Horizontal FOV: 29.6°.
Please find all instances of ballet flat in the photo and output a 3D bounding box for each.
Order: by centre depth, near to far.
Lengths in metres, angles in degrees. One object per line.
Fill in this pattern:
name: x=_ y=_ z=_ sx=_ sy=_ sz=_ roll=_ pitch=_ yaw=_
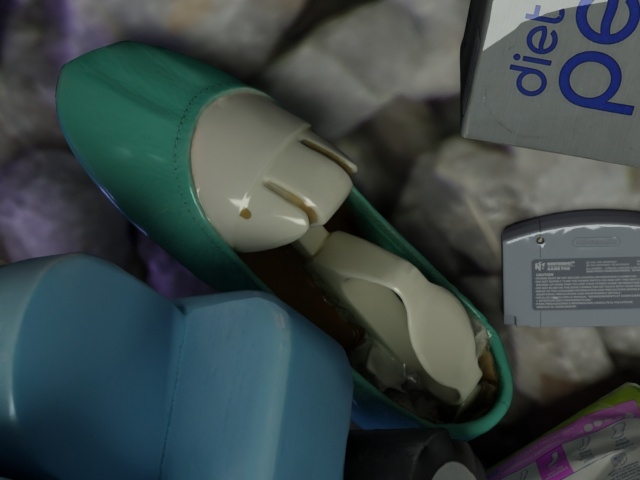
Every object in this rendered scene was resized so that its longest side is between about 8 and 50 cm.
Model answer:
ballet flat: x=0.000 y=0.000 z=0.510 sx=0.247 sy=0.083 sz=0.087 roll=46 pitch=148 yaw=-23

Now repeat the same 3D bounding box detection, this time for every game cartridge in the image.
game cartridge: x=0.124 y=0.013 z=0.547 sx=0.083 sy=0.017 sz=0.056 roll=-1 pitch=123 yaw=8

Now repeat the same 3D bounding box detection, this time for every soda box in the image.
soda box: x=0.120 y=-0.169 z=0.398 sx=0.098 sy=0.091 sz=0.286 roll=10 pitch=121 yaw=1

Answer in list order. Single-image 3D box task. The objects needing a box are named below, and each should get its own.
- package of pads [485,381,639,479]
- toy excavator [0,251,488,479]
package of pads: x=0.102 y=0.229 z=0.591 sx=0.296 sy=0.101 sz=0.229 roll=-36 pitch=116 yaw=11
toy excavator: x=-0.122 y=0.062 z=0.385 sx=0.222 sy=0.432 sz=0.445 roll=-6 pitch=153 yaw=29
